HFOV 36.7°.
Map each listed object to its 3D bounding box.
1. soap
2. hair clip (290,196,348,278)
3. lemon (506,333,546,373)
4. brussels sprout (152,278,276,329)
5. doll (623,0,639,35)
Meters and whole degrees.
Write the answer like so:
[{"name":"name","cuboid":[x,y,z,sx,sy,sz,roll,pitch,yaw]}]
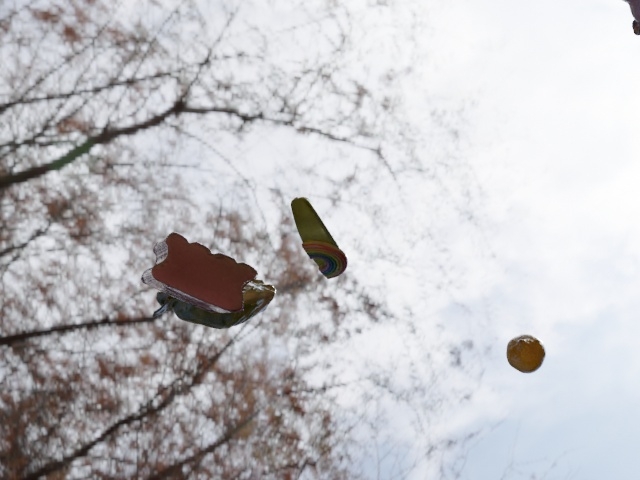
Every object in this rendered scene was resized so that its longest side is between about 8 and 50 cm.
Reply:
[{"name":"soap","cuboid":[-0.160,0.045,1.239,0.122,0.203,0.065,25,-100,-10]},{"name":"hair clip","cuboid":[0.000,0.000,1.600,0.060,0.188,0.033,-13,-138,20]},{"name":"lemon","cuboid":[0.333,0.182,1.566,0.065,0.092,0.065,-8,-118,16]},{"name":"brussels sprout","cuboid":[-0.167,0.093,1.525,0.181,0.100,0.139,13,-174,-9]},{"name":"doll","cuboid":[0.460,-0.422,1.254,0.094,0.365,0.160,-17,-129,-16]}]
